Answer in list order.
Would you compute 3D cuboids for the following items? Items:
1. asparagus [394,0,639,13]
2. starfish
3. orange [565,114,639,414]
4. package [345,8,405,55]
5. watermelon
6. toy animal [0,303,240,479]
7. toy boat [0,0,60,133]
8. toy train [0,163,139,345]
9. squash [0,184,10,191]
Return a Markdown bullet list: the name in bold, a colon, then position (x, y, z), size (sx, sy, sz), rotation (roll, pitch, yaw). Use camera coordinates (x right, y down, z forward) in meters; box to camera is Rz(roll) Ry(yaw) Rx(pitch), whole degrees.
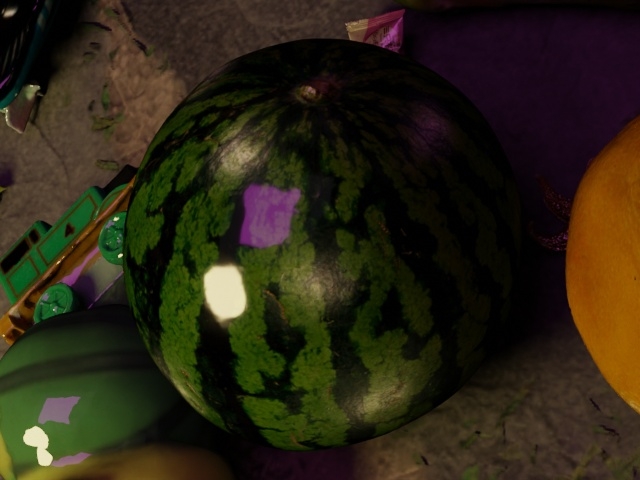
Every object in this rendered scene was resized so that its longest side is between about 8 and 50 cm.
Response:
- **asparagus**: position (0.190, -0.212, 1.316), size (0.343, 0.085, 0.082), rotation (4, 88, 33)
- **starfish**: position (0.191, -0.023, 1.280), size (0.091, 0.028, 0.078), rotation (34, 85, 37)
- **orange**: position (0.268, 0.012, 1.130), size (0.249, 0.183, 0.249), rotation (-10, 66, 25)
- **package**: position (0.047, -0.139, 1.397), size (0.059, 0.029, 0.083), rotation (-6, 89, 38)
- **watermelon**: position (0.000, 0.000, 1.236), size (0.285, 0.285, 0.285), rotation (-10, 68, 26)
- **toy animal**: position (-0.144, 0.207, 1.288), size (0.191, 0.216, 0.338), rotation (-13, 58, 8)
- **toy boat**: position (-0.271, -0.251, 1.592), size (0.134, 0.092, 0.298), rotation (10, 75, 29)
- **toy train**: position (-0.184, 0.018, 1.444), size (0.227, 0.091, 0.136), rotation (-48, 46, 7)
- **squash**: position (-0.363, 0.068, 1.523), size (0.252, 0.093, 0.169), rotation (-38, 56, 13)
